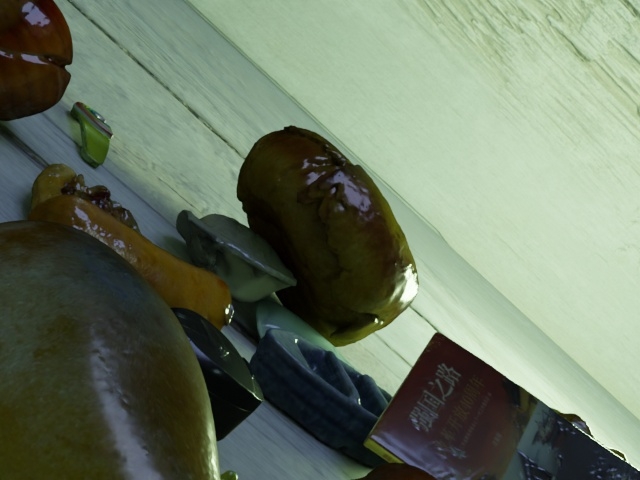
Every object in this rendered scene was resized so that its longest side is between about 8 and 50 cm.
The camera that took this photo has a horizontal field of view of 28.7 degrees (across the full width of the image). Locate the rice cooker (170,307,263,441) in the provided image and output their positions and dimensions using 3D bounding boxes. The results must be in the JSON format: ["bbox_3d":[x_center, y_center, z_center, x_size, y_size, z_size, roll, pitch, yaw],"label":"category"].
[{"bbox_3d":[-0.133,0.138,1.272,0.165,0.106,0.112,29,19,-39],"label":"rice cooker"}]

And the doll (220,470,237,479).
[{"bbox_3d":[0.001,0.370,0.921,0.341,0.099,0.346,-111,174,-47],"label":"doll"}]

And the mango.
[{"bbox_3d":[-0.177,0.134,0.893,0.222,0.199,0.384,10,30,-45],"label":"mango"}]

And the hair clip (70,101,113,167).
[{"bbox_3d":[-0.329,-0.158,1.793,0.060,0.033,0.188,35,15,-27],"label":"hair clip"}]

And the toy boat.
[{"bbox_3d":[0.013,0.198,1.611,0.283,0.078,0.127,35,16,-36],"label":"toy boat"}]

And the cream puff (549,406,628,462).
[{"bbox_3d":[0.307,0.371,1.739,0.282,0.185,0.281,17,41,-15],"label":"cream puff"}]

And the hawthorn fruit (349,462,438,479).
[{"bbox_3d":[0.083,0.338,1.162,0.199,0.199,0.251,29,31,-50],"label":"hawthorn fruit"}]

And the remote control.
[{"bbox_3d":[0.022,0.184,1.750,0.293,0.051,0.103,41,12,-19],"label":"remote control"}]

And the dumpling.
[{"bbox_3d":[-0.125,0.021,1.707,0.176,0.092,0.150,51,8,28],"label":"dumpling"}]

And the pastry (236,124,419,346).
[{"bbox_3d":[0.000,0.000,1.799,0.356,0.164,0.356,49,-18,23],"label":"pastry"}]

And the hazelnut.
[{"bbox_3d":[-0.397,-0.233,1.541,0.182,0.182,0.182,42,12,-11],"label":"hazelnut"}]

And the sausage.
[{"bbox_3d":[-0.210,0.039,1.365,0.270,0.109,0.109,34,16,-42],"label":"sausage"}]

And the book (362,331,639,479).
[{"bbox_3d":[0.257,0.292,1.613,0.374,0.028,0.262,35,37,5],"label":"book"}]

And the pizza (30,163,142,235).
[{"bbox_3d":[-0.251,-0.010,1.458,0.194,0.069,0.154,37,13,-23],"label":"pizza"}]
